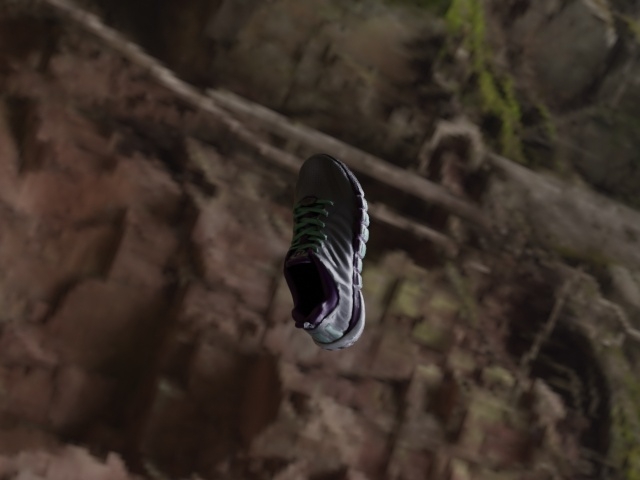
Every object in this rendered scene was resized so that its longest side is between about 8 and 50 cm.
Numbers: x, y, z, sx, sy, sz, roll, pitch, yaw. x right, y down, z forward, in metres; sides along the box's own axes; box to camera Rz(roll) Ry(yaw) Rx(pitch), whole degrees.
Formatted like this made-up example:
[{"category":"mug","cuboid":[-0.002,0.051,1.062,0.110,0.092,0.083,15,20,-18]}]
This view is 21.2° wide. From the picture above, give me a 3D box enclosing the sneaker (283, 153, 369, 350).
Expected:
[{"category":"sneaker","cuboid":[0.000,0.000,1.810,0.083,0.098,0.223,-16,-114,22]}]
